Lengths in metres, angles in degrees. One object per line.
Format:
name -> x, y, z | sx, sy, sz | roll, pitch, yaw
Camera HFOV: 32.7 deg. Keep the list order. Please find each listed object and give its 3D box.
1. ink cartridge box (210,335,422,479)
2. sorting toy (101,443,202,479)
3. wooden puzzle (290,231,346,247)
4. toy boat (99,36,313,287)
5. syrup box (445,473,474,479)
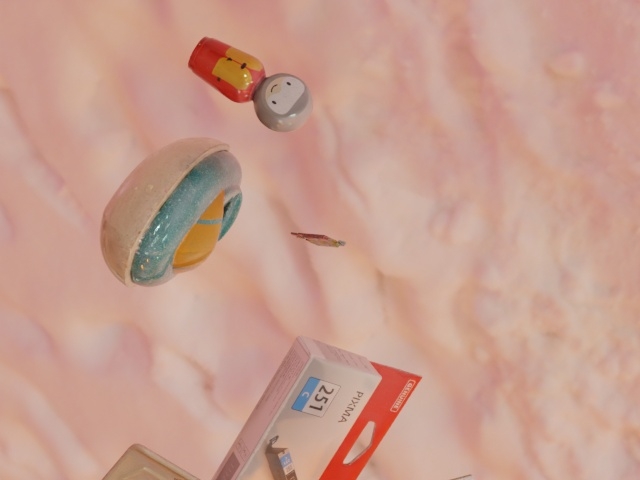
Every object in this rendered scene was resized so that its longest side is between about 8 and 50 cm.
ink cartridge box -> 0.004, 0.312, 1.688 | 0.296, 0.261, 0.066 | -60, 35, 14
sorting toy -> -0.253, 0.406, 1.598 | 0.193, 0.038, 0.208 | 36, 105, -22
wooden puzzle -> 0.000, 0.000, 1.551 | 0.083, 0.006, 0.049 | 5, 167, 40
toy boat -> -0.133, -0.075, 1.279 | 0.148, 0.267, 0.318 | 31, 115, 4
syrup box -> 0.118, 0.383, 1.458 | 0.237, 0.093, 0.096 | -39, 62, 57
